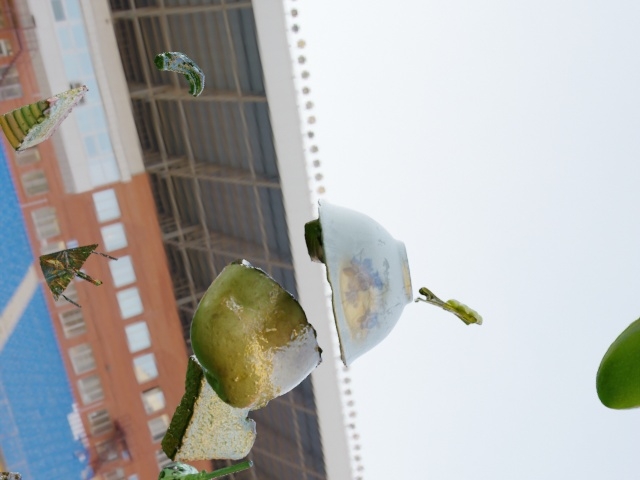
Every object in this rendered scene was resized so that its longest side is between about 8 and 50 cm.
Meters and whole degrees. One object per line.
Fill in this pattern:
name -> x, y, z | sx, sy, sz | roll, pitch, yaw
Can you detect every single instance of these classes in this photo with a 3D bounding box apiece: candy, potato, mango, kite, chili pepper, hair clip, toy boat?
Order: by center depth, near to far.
mango -> 0.609, 0.175, 1.303 | 0.156, 0.343, 0.192 | 47, 14, -34
toy boat -> 0.000, 0.000, 1.480 | 0.149, 0.049, 0.047 | 78, 19, -58
potato -> -0.145, 0.206, 1.566 | 0.243, 0.243, 0.285 | 21, -38, 57
candy -> -0.227, 0.472, 1.595 | 0.305, 0.091, 0.083 | -28, -98, 40
kite -> -0.562, 0.067, 1.784 | 0.183, 0.160, 0.010 | -50, -145, 16
hair clip -> 0.313, 0.163, 1.916 | 0.072, 0.173, 0.046 | 121, -8, -81
chili pepper -> -0.350, -0.431, 2.029 | 0.050, 0.073, 0.182 | 52, 7, 34

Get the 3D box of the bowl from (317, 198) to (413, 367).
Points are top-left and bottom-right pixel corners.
bowl -> 0.090, 0.069, 1.450 | 0.313, 0.146, 0.313 | -8, 90, -86

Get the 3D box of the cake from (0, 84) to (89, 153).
cake -> -0.613, -0.288, 1.733 | 0.225, 0.109, 0.090 | -31, -87, 40

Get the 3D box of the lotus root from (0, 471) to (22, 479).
lotus root -> -0.564, 0.490, 1.318 | 0.329, 0.167, 0.078 | -62, -151, 23

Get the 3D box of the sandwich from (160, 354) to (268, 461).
sandwich -> -0.260, 0.442, 2.078 | 0.095, 0.249, 0.273 | 31, -75, 54
